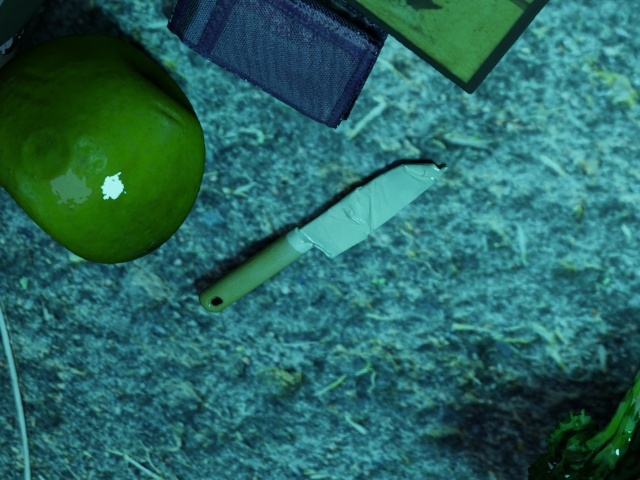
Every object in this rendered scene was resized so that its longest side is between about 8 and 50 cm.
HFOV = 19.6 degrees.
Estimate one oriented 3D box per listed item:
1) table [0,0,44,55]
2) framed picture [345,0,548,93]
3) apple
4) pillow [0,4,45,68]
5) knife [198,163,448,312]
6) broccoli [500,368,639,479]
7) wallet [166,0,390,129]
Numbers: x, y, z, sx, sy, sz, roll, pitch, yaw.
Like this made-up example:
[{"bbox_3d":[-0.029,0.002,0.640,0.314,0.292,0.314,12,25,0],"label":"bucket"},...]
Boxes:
[{"bbox_3d":[-0.286,-0.242,1.412,0.172,0.169,0.193,36,115,-3],"label":"table"},{"bbox_3d":[0.093,-0.284,1.322,0.255,0.014,0.339,37,133,-3],"label":"framed picture"},{"bbox_3d":[-0.183,-0.078,1.514,0.196,0.196,0.157,43,100,-8],"label":"apple"},{"bbox_3d":[-0.322,-0.157,1.594,0.134,0.078,0.181,33,131,0],"label":"pillow"},{"bbox_3d":[0.001,-0.001,1.589,0.047,0.017,0.298,45,128,-13],"label":"knife"},{"bbox_3d":[0.275,0.235,1.488,0.307,0.308,0.275,14,106,18],"label":"broccoli"},{"bbox_3d":[-0.037,-0.163,1.473,0.166,0.030,0.111,31,132,2],"label":"wallet"}]
